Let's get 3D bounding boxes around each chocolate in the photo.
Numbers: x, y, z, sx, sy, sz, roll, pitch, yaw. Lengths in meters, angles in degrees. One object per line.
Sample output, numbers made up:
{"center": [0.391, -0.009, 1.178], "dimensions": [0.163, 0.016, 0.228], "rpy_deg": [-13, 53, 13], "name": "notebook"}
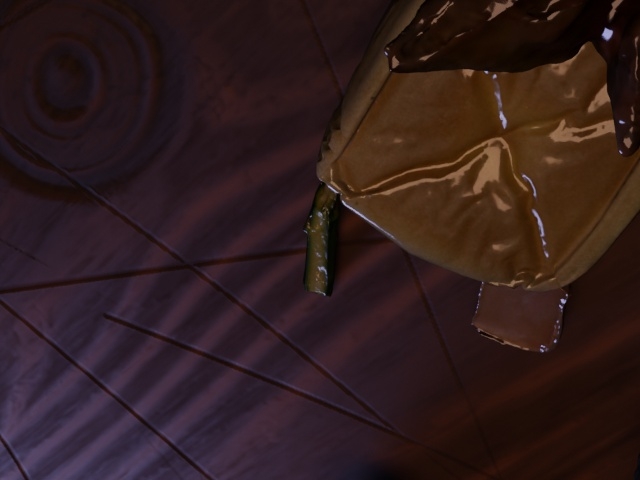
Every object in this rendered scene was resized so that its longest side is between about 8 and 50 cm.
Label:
{"center": [0.140, 0.038, 0.843], "dimensions": [0.065, 0.031, 0.100], "rpy_deg": [16, 149, 14], "name": "chocolate"}

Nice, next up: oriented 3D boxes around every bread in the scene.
{"center": [0.117, -0.081, 0.739], "dimensions": [0.192, 0.109, 0.209], "rpy_deg": [25, 127, -4], "name": "bread"}

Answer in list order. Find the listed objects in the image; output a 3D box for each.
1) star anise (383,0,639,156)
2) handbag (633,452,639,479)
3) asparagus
{"center": [0.165, -0.165, 0.593], "dimensions": [0.349, 0.292, 0.109], "rpy_deg": [36, 161, 2], "name": "star anise"}
{"center": [0.299, 0.142, 0.769], "dimensions": [0.088, 0.175, 0.270], "rpy_deg": [45, 127, -13], "name": "handbag"}
{"center": [0.001, 0.000, 0.888], "dimensions": [0.025, 0.021, 0.108], "rpy_deg": [14, 125, 13], "name": "asparagus"}
